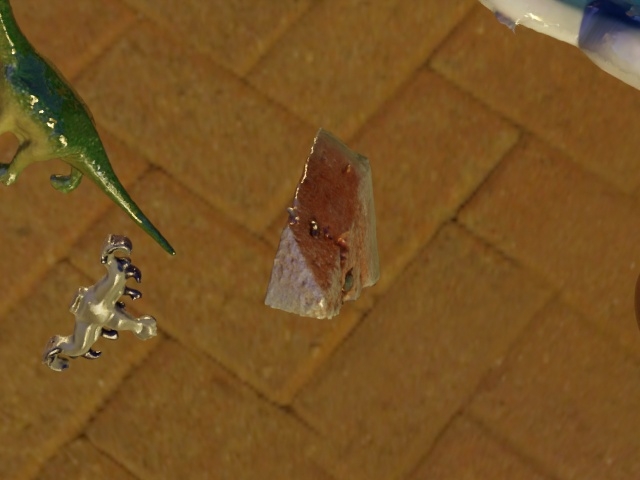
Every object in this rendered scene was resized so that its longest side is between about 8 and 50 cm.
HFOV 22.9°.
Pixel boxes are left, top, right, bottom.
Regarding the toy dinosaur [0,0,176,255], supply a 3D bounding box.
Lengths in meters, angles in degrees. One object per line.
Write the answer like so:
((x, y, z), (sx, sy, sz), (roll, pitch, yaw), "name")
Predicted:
((-0.275, -0.177, 1.690), (0.447, 0.301, 0.087), (35, 38, -16), "toy dinosaur")

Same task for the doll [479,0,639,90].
((0.143, -0.174, 0.542), (0.215, 0.256, 0.161), (27, 31, 0), "doll")

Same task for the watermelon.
((0.000, 0.000, 1.459), (0.095, 0.154, 0.241), (9, 24, 8), "watermelon")

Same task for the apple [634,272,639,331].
((0.407, 0.057, 1.565), (0.196, 0.196, 0.196), (0, 65, 1), "apple")

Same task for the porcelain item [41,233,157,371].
((-0.167, 0.061, 1.285), (0.075, 0.136, 0.021), (25, 25, -17), "porcelain item")
